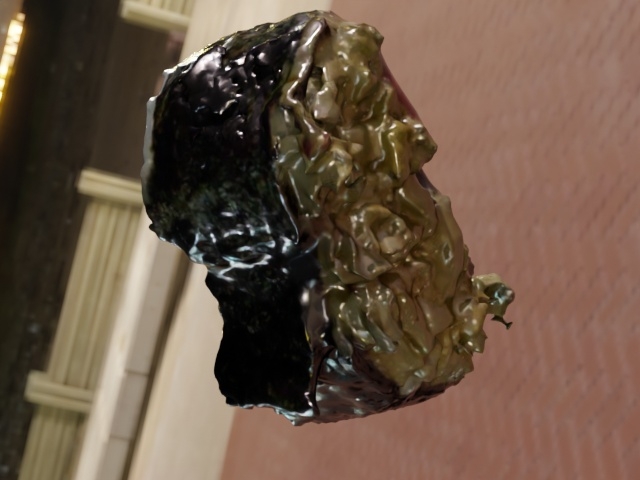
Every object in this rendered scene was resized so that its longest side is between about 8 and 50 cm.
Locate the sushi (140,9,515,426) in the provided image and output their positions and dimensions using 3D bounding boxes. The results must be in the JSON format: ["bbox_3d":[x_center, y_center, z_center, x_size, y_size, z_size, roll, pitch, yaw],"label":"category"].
[{"bbox_3d":[0.000,0.000,0.654,0.115,0.212,0.147,0,34,40],"label":"sushi"}]
